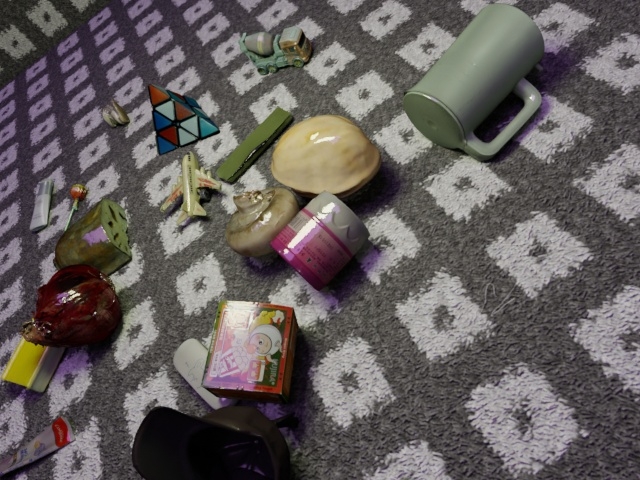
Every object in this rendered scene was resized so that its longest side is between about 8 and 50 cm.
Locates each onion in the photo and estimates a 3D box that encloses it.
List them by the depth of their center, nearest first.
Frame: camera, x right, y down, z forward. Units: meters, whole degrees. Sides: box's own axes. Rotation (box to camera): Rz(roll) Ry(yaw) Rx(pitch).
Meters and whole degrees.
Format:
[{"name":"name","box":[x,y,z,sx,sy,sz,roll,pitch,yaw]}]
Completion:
[{"name":"onion","box":[-0.729,0.186,1.337,0.280,0.221,0.281,-5,49,5]}]

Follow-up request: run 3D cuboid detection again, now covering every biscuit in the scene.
[{"name":"biscuit","box":[-0.221,-0.319,1.495,0.322,0.038,0.099,-49,49,-6]}]

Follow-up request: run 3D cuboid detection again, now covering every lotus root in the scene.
[{"name":"lotus root","box":[-0.810,0.008,1.530,0.260,0.149,0.267,-33,49,5]}]

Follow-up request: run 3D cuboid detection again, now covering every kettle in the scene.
[{"name":"kettle","box":[0.406,-0.395,1.152,0.318,0.265,0.205,-47,21,-6]}]

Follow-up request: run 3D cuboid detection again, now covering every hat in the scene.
[{"name":"hat","box":[-0.197,0.411,0.921,0.238,0.336,0.209,-46,12,16]}]

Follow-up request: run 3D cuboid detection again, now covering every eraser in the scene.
[{"name":"eraser","box":[-0.889,0.350,1.409,0.157,0.069,0.226,3,62,29]}]

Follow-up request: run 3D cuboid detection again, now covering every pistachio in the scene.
[{"name":"pistachio","box":[0.018,-0.216,1.200,0.308,0.230,0.230,-7,59,29]}]

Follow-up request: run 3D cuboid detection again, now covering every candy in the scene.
[{"name":"candy","box":[-0.981,-0.130,1.765,0.060,0.060,0.201,-1,70,26]}]

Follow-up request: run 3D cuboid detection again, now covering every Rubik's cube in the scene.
[{"name":"Rubik's cube","box":[-0.565,-0.437,1.720,0.234,0.284,0.250,-53,24,16]}]

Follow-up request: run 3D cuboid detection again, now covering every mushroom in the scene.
[{"name":"mushroom","box":[-0.164,-0.061,1.212,0.226,0.178,0.227,-20,38,17]}]

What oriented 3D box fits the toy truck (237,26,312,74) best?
[{"name":"toy truck","box":[-0.170,-0.711,1.640,0.256,0.140,0.108,1,61,27]}]

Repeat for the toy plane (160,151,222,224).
[{"name":"toy plane","box":[-0.426,-0.180,1.473,0.241,0.104,0.256,-16,55,20]}]

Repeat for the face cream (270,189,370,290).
[{"name":"face cream","box":[0.000,0.000,1.104,0.195,0.175,0.175,-46,52,-3]}]

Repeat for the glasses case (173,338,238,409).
[{"name":"glasses case","box":[-0.286,0.334,1.120,0.233,0.059,0.092,31,75,34]}]

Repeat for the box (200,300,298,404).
[{"name":"box","box":[-0.153,0.256,1.016,0.177,0.148,0.195,5,62,4]}]

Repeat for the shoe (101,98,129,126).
[{"name":"shoe","box":[-0.910,-0.551,1.949,0.092,0.089,0.180,-41,49,-2]}]

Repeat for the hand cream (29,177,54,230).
[{"name":"hand cream","box":[-1.158,-0.150,1.858,0.079,0.048,0.255,-21,55,13]}]

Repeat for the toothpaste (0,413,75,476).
[{"name":"toothpaste","box":[-0.820,0.595,1.244,0.300,0.048,0.075,-32,48,3]}]
